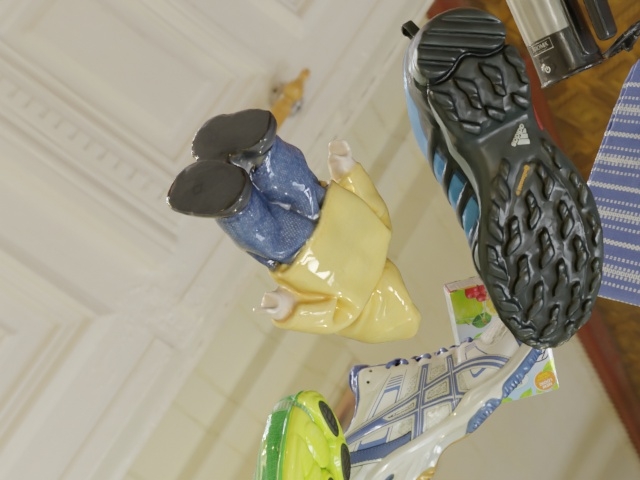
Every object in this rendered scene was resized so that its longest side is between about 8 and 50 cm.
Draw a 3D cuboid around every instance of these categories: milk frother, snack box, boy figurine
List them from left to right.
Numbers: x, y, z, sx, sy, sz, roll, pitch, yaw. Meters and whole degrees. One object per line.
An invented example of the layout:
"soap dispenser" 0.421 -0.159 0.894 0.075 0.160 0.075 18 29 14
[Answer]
"boy figurine" 0.000 0.000 0.894 0.092 0.177 0.285 2 153 37
"snack box" 0.199 0.106 1.137 0.037 0.100 0.141 -108 5 -75
"milk frother" 0.318 -0.279 1.281 0.129 0.143 0.135 -21 93 39

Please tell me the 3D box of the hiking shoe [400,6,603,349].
"hiking shoe" 0.157 -0.055 0.898 0.132 0.113 0.304 -133 23 -79

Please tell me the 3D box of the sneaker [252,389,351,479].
"sneaker" -0.055 0.248 0.827 0.123 0.109 0.296 20 116 15

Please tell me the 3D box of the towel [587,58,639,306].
"towel" 0.441 -0.074 1.290 0.040 0.336 0.243 26 173 -36

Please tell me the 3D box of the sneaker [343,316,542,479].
"sneaker" 0.096 0.146 1.001 0.131 0.296 0.112 43 165 14
